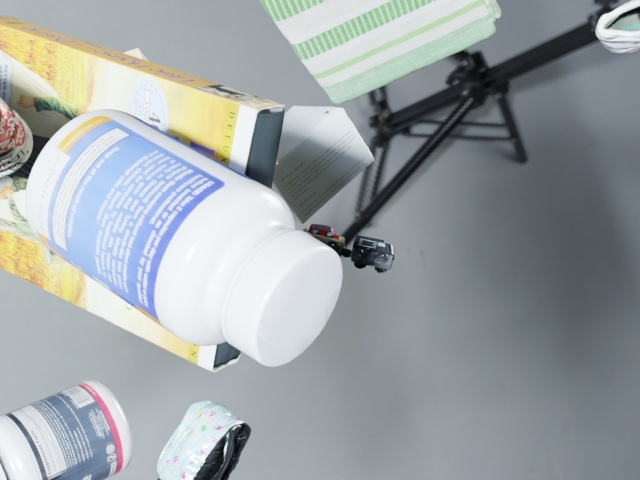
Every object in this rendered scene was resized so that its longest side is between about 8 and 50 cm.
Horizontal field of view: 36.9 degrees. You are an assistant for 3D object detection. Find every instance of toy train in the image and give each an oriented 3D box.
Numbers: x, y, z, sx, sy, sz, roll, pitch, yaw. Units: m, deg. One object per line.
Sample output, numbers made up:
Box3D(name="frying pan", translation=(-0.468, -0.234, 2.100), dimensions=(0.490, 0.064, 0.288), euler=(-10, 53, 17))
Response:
Box3D(name="toy train", translation=(0.000, 0.000, 0.993), dimensions=(0.158, 0.027, 0.036), euler=(12, 57, 11))

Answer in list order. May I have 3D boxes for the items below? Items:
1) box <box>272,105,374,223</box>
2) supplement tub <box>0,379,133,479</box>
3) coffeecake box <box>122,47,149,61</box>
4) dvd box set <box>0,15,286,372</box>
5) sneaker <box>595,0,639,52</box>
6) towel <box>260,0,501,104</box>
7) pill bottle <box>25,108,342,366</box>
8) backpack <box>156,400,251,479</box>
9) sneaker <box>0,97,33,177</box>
Box3D(name="box", translation=(-0.039, -0.137, 1.679), dimensions=(0.181, 0.182, 0.119), euler=(-42, 115, -17))
Box3D(name="supplement tub", translation=(-0.508, 0.392, 1.790), dimensions=(0.272, 0.191, 0.191), euler=(-20, 92, -37))
Box3D(name="coffeecake box", translation=(-0.266, -0.192, 1.461), dimensions=(0.068, 0.185, 0.142), euler=(-18, 83, 2))
Box3D(name="dvd box set", translation=(-0.250, -0.064, 1.117), dimensions=(0.062, 0.420, 0.308), euler=(-21, 128, -56))
Box3D(name="sneaker", translation=(0.336, -0.215, 0.911), dimensions=(0.061, 0.152, 0.054), euler=(-8, 82, -61))
Box3D(name="towel", translation=(0.065, -0.295, 1.126), dimensions=(0.325, 0.248, 0.038), euler=(44, 27, -58))
Box3D(name="pill bottle", translation=(-0.119, -0.001, 0.847), dimensions=(0.152, 0.272, 0.152), euler=(-38, 144, -34))
Box3D(name="backpack", translation=(-0.206, 0.374, 1.677), dimensions=(0.115, 0.152, 0.182), euler=(31, 92, 17))
Box3D(name="sneaker", translation=(-0.429, -0.099, 0.962), dimensions=(0.270, 0.145, 0.090), euler=(-4, 82, 6))
